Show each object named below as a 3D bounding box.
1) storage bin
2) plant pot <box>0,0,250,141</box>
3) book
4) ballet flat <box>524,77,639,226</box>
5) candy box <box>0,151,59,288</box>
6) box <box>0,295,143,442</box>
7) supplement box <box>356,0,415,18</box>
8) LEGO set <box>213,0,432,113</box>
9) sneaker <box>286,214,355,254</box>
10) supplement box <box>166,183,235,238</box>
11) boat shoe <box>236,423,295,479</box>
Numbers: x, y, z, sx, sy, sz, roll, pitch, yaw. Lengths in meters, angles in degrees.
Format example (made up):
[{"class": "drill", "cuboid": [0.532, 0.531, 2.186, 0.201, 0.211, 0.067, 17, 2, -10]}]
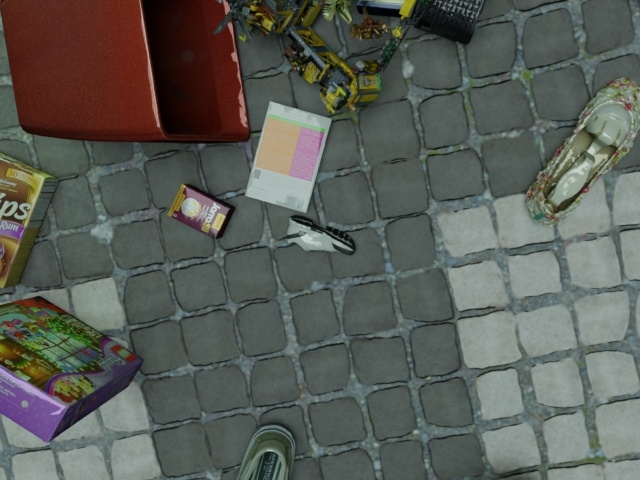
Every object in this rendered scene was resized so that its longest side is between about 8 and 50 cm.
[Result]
[{"class": "storage bin", "cuboid": [0.197, -0.372, 1.032, 0.084, 0.122, 0.180, 21, 97, 4]}, {"class": "plant pot", "cuboid": [-0.271, -0.250, 1.037, 0.236, 0.267, 0.267, -8, 94, 19]}, {"class": "book", "cuboid": [-0.047, -0.123, 1.125, 0.096, 0.035, 0.144, 16, 97, 1]}, {"class": "ballet flat", "cuboid": [0.378, -0.120, 1.057, 0.091, 0.077, 0.241, 32, 97, 3]}, {"class": "candy box", "cuboid": [-0.493, -0.033, 1.170, 0.109, 0.053, 0.186, 24, 95, 4]}, {"class": "box", "cuboid": [-0.386, 0.164, 1.052, 0.201, 0.293, 0.057, 31, 94, 2]}, {"class": "supplement box", "cuboid": [0.097, -0.366, 1.076, 0.083, 0.056, 0.083, 7, 96, 5]}, {"class": "LEGO set", "cuboid": [0.009, -0.322, 0.951, 0.331, 0.192, 0.255, -45, 73, 38]}, {"class": "sneaker", "cuboid": [0.000, 0.000, 1.131, 0.109, 0.040, 0.043, 23, 113, 7]}, {"class": "supplement box", "cuboid": [-0.179, -0.044, 1.139, 0.083, 0.043, 0.055, 26, 96, 3]}, {"class": "boat shoe", "cuboid": [-0.108, 0.428, 1.145, 0.109, 0.094, 0.302, 11, 96, 5]}]
